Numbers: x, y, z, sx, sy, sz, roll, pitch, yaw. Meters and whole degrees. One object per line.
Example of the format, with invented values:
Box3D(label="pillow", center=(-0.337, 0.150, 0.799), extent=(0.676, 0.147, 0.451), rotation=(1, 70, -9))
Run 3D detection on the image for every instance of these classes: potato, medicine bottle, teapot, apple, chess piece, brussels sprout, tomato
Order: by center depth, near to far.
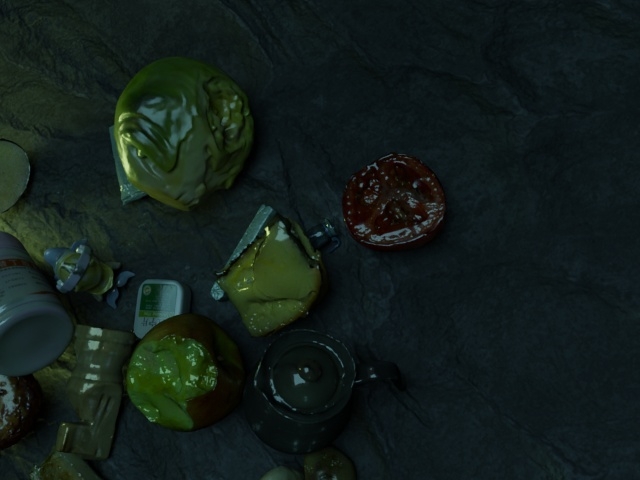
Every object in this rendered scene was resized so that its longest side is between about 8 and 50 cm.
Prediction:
Box3D(label="teapot", center=(0.001, 0.295, 1.423), extent=(0.305, 0.285, 0.223), rotation=(22, 66, 5))
Box3D(label="potato", center=(0.021, 0.496, 1.489), extent=(0.100, 0.089, 0.172), rotation=(-14, 72, 11))
Box3D(label="apple", center=(-0.284, 0.283, 1.548), extent=(0.226, 0.246, 0.246), rotation=(-31, 70, 14))
Box3D(label="tomato", center=(0.163, -0.069, 1.576), extent=(0.227, 0.101, 0.228), rotation=(-5, 68, 13))
Box3D(label="teapot", center=(-0.002, -0.002, 1.633), extent=(0.083, 0.049, 0.064), rotation=(-33, 70, 7))
Box3D(label="brussels sprout", center=(-0.315, -0.247, 1.673), extent=(0.343, 0.268, 0.344), rotation=(-2, 81, 10))
Box3D(label="chess piece", center=(-0.506, 0.341, 1.675), extent=(0.137, 0.137, 0.301), rotation=(4, 82, 18))
Box3D(label="medicine bottle", center=(-0.362, 0.183, 1.693), extent=(0.119, 0.069, 0.183), rotation=(2, 79, 16))
Box3D(label="medicine bottle", center=(-0.722, 0.139, 1.707), extent=(0.202, 0.202, 0.316), rotation=(-50, 55, 1))
Box3D(label="potato", center=(-0.849, -0.159, 1.900), extent=(0.117, 0.182, 0.202), rotation=(-11, 59, 59))

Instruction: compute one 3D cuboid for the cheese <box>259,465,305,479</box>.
Box3D(label="cheese", center=(-0.089, 0.594, 1.461), extent=(0.251, 0.173, 0.248), rotation=(-45, 68, -3))

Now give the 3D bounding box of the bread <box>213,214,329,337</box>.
Box3D(label="bread", center=(-0.081, 0.080, 1.578), extent=(0.262, 0.162, 0.204), rotation=(-36, 79, 36))

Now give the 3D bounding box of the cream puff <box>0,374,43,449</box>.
Box3D(label="cream puff", center=(-0.759, 0.370, 1.723), extent=(0.239, 0.164, 0.240), rotation=(0, 90, 13))

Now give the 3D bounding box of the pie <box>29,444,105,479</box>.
Box3D(label="pie", center=(-0.537, 0.571, 1.655), extent=(0.282, 0.068, 0.129), rotation=(37, 89, 22))

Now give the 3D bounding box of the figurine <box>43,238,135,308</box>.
Box3D(label="figurine", center=(-0.542, 0.074, 1.725), extent=(0.208, 0.184, 0.128), rotation=(29, 87, -22))

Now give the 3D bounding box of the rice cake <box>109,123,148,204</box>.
Box3D(label="rice cake", center=(-0.467, -0.202, 1.830), extent=(0.085, 0.040, 0.226), rotation=(-20, 73, 13))

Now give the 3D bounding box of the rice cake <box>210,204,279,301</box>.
Box3D(label="rice cake", center=(-0.173, 0.030, 1.682), extent=(0.042, 0.045, 0.245), rotation=(30, 88, 20))
